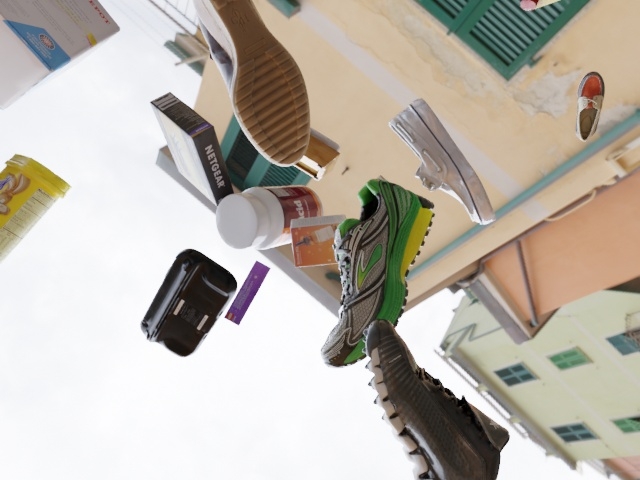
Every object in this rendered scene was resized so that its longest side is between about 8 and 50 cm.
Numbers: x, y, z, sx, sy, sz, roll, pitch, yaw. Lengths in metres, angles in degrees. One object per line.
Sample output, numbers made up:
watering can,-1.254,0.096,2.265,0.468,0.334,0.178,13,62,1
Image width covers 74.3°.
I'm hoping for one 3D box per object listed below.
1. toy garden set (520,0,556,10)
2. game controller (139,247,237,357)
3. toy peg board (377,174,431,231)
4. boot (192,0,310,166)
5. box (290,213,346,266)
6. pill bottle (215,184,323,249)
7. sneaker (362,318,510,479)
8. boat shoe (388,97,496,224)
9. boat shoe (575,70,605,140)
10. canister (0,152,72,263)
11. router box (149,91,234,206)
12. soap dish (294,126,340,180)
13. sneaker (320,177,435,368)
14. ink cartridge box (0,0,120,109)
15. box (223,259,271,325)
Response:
toy garden set,0.466,-0.484,0.691,0.049,0.244,0.203,29,-96,-37
game controller,-0.334,0.166,1.058,0.167,0.319,0.067,31,-152,-12
toy peg board,0.224,-0.087,1.255,0.161,0.079,0.161,27,-151,-44
boot,-0.089,-0.220,0.567,0.090,0.207,0.248,-24,-76,-4
box,0.000,0.000,1.284,0.171,0.130,0.091,-6,-160,0
pill bottle,-0.177,-0.088,1.553,0.224,0.224,0.392,56,-149,11
sneaker,0.122,0.180,0.417,0.234,0.106,0.078,68,-168,12
boat shoe,0.208,-0.127,0.743,0.258,0.084,0.095,64,-164,21
boat shoe,0.553,-0.274,0.871,0.049,0.136,0.043,7,-146,26
canister,-0.469,-0.040,0.625,0.169,0.126,0.073,-58,-42,-19
router box,-0.412,-0.291,1.384,0.081,0.308,0.243,-39,-119,-22
soap dish,-0.072,-0.372,1.713,0.291,0.229,0.118,32,-100,-2
sneaker,0.069,0.051,0.727,0.146,0.134,0.343,27,-111,-12
ink cartridge box,-0.288,-0.217,0.427,0.092,0.090,0.143,54,-149,-31
box,-0.246,0.178,1.416,0.057,0.293,0.200,30,-103,-5
